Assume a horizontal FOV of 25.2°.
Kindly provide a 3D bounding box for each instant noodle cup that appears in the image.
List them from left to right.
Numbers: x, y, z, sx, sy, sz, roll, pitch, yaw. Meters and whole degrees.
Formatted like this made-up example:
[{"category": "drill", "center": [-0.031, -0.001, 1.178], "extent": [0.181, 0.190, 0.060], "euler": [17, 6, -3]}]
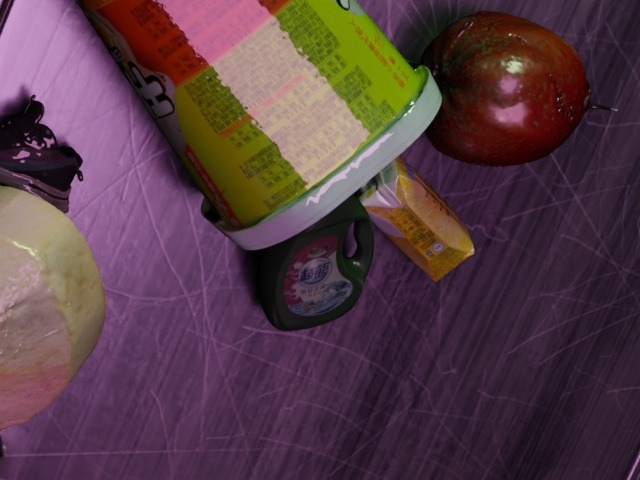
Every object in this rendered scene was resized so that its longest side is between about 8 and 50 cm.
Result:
[{"category": "instant noodle cup", "center": [-0.081, -0.194, 1.421], "extent": [0.294, 0.294, 0.308], "euler": [-40, 110, -6]}]

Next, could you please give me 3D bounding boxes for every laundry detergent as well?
[{"category": "laundry detergent", "center": [0.000, 0.000, 1.575], "extent": [0.137, 0.063, 0.211], "euler": [-13, 134, -22]}]

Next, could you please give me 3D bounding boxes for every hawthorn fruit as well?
[{"category": "hawthorn fruit", "center": [0.223, -0.156, 1.591], "extent": [0.235, 0.181, 0.181], "euler": [12, 102, -21]}]

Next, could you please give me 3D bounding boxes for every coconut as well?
[{"category": "coconut", "center": [-0.337, 0.062, 1.415], "extent": [0.259, 0.259, 0.259], "euler": [-7, 110, -20]}]

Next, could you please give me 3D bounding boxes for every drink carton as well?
[{"category": "drink carton", "center": [0.089, -0.045, 1.628], "extent": [0.074, 0.084, 0.200], "euler": [-36, 120, 18]}]

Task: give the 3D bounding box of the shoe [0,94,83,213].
[{"category": "shoe", "center": [-0.308, -0.101, 1.453], "extent": [0.169, 0.071, 0.099], "euler": [31, 90, -32]}]
